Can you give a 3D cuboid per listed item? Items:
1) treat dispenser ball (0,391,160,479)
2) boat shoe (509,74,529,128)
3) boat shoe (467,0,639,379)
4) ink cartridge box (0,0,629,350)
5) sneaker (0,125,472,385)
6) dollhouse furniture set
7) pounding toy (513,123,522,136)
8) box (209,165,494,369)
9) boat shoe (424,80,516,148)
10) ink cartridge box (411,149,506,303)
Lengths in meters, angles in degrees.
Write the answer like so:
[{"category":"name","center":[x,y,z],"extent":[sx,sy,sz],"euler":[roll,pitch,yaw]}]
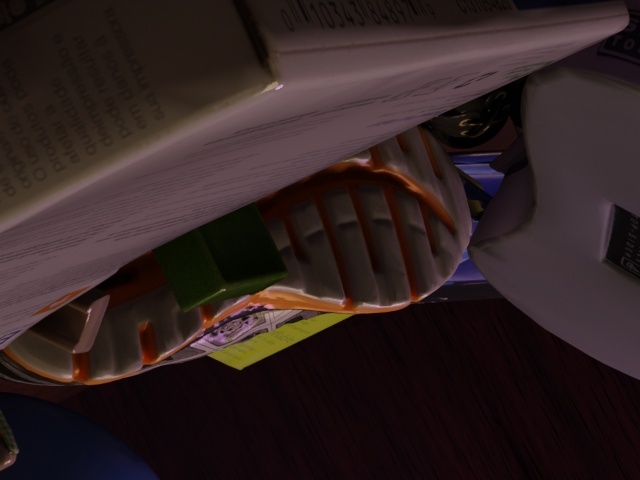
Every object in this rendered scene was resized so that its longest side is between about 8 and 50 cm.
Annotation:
[{"category":"treat dispenser ball","center":[-0.220,0.241,1.248],"extent":[0.288,0.288,0.288],"euler":[-26,177,-1]},{"category":"boat shoe","center":[0.195,-0.089,0.922],"extent":[0.112,0.095,0.335],"euler":[-25,177,-29]},{"category":"boat shoe","center":[0.146,-0.053,0.758],"extent":[0.156,0.136,0.367],"euler":[-57,166,-12]},{"category":"ink cartridge box","center":[-0.061,-0.015,0.442],"extent":[0.224,0.045,0.223],"euler":[-27,177,24]},{"category":"sneaker","center":[-0.037,0.003,0.723],"extent":[0.215,0.084,0.083],"euler":[-13,173,-32]},{"category":"dollhouse furniture set","center":[-0.092,0.026,0.622],"extent":[0.151,0.076,0.058],"euler":[-28,176,17]},{"category":"pounding toy","center":[0.204,-0.064,1.182],"extent":[0.141,0.100,0.130],"euler":[-19,-175,21]},{"category":"box","center":[0.000,0.000,0.932],"extent":[0.178,0.042,0.109],"euler":[-27,149,23]},{"category":"boat shoe","center":[0.058,-0.061,0.756],"extent":[0.049,0.040,0.142],"euler":[-26,178,4]},{"category":"ink cartridge box","center":[0.055,0.000,1.113],"extent":[0.165,0.065,0.333],"euler":[-2,174,-4]}]
